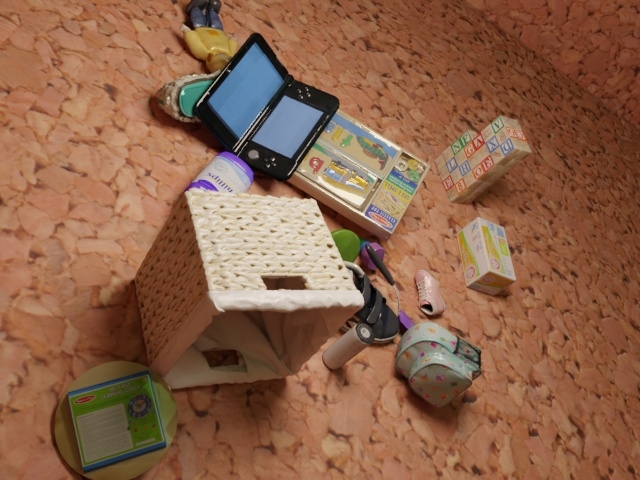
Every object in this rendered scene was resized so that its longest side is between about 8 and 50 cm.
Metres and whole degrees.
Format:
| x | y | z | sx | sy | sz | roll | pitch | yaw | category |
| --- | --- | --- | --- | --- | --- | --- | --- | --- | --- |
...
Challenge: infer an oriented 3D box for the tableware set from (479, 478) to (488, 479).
| x | y | z | sx | sy | sz | roll | pitch | yaw | category |
| --- | --- | --- | --- | --- | --- | --- | --- | --- | --- |
| 0.412 | 0.653 | 1.481 | 0.128 | 0.039 | 0.194 | 15 | 52 | -28 | tableware set |

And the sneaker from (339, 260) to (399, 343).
| x | y | z | sx | sy | sz | roll | pitch | yaw | category |
| --- | --- | --- | --- | --- | --- | --- | --- | --- | --- |
| 0.082 | 0.146 | 1.550 | 0.321 | 0.127 | 0.126 | 27 | 45 | -20 | sneaker |

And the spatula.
| x | y | z | sx | sy | sz | roll | pitch | yaw | category |
| --- | --- | --- | --- | --- | --- | --- | --- | --- | --- |
| 0.190 | 0.136 | 1.647 | 0.297 | 0.030 | 0.084 | 62 | 14 | -10 | spatula |

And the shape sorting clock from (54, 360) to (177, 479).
| x | y | z | sx | sy | sz | roll | pitch | yaw | category |
| --- | --- | --- | --- | --- | --- | --- | --- | --- | --- |
| -0.357 | 0.316 | 1.124 | 0.206 | 0.040 | 0.206 | 5 | 71 | -14 | shape sorting clock |

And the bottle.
| x | y | z | sx | sy | sz | roll | pitch | yaw | category |
| --- | --- | --- | --- | --- | --- | --- | --- | --- | --- |
| -0.260 | -0.093 | 1.489 | 0.118 | 0.092 | 0.283 | 39 | 44 | -8 | bottle |

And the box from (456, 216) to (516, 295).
| x | y | z | sx | sy | sz | roll | pitch | yaw | category |
| --- | --- | --- | --- | --- | --- | --- | --- | --- | --- |
| 0.504 | 0.049 | 1.952 | 0.114 | 0.103 | 0.203 | 18 | 50 | -26 | box |

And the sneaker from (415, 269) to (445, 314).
| x | y | z | sx | sy | sz | roll | pitch | yaw | category |
| --- | --- | --- | --- | --- | --- | --- | --- | --- | --- |
| 0.290 | 0.145 | 1.757 | 0.070 | 0.051 | 0.134 | -13 | 72 | -48 | sneaker |

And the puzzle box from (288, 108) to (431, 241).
| x | y | z | sx | sy | sz | roll | pitch | yaw | category |
| --- | --- | --- | --- | --- | --- | --- | --- | --- | --- |
| 0.072 | -0.208 | 1.750 | 0.408 | 0.052 | 0.272 | 31 | 61 | 2 | puzzle box |

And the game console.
| x | y | z | sx | sy | sz | roll | pitch | yaw | category |
| --- | --- | --- | --- | --- | --- | --- | --- | --- | --- |
| -0.127 | -0.342 | 1.629 | 0.250 | 0.173 | 0.293 | 26 | 70 | 18 | game console |

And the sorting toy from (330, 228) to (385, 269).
| x | y | z | sx | sy | sz | roll | pitch | yaw | category |
| --- | --- | --- | --- | --- | --- | --- | --- | --- | --- |
| 0.000 | 0.000 | 1.636 | 0.365 | 0.127 | 0.126 | 8 | 25 | -36 | sorting toy |

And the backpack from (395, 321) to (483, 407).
| x | y | z | sx | sy | sz | roll | pitch | yaw | category |
| --- | --- | --- | --- | --- | --- | --- | --- | --- | --- |
| 0.276 | 0.297 | 1.551 | 0.188 | 0.166 | 0.144 | 39 | 34 | -3 | backpack |

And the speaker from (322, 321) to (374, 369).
| x | y | z | sx | sy | sz | roll | pitch | yaw | category |
| --- | --- | --- | --- | --- | --- | --- | --- | --- | --- |
| 0.062 | 0.242 | 1.453 | 0.055 | 0.136 | 0.055 | 23 | 43 | -23 | speaker |

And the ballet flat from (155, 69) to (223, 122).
| x | y | z | sx | sy | sz | roll | pitch | yaw | category |
| --- | --- | --- | --- | --- | --- | --- | --- | --- | --- |
| -0.255 | -0.396 | 1.694 | 0.408 | 0.147 | 0.147 | -16 | 70 | -44 | ballet flat |

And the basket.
| x | y | z | sx | sy | sz | roll | pitch | yaw | category |
| --- | --- | --- | --- | --- | --- | --- | --- | --- | --- |
| -0.158 | 0.104 | 1.262 | 0.328 | 0.331 | 0.267 | 3 | 52 | -35 | basket |

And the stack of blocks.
| x | y | z | sx | sy | sz | roll | pitch | yaw | category |
| --- | --- | --- | --- | --- | --- | --- | --- | --- | --- |
| 0.515 | -0.269 | 2.056 | 0.087 | 0.297 | 0.171 | 4 | 58 | -34 | stack of blocks |

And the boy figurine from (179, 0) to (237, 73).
| x | y | z | sx | sy | sz | roll | pitch | yaw | category |
| --- | --- | --- | --- | --- | --- | --- | --- | --- | --- |
| -0.311 | -0.566 | 1.807 | 0.177 | 0.092 | 0.285 | 6 | 52 | -37 | boy figurine |
